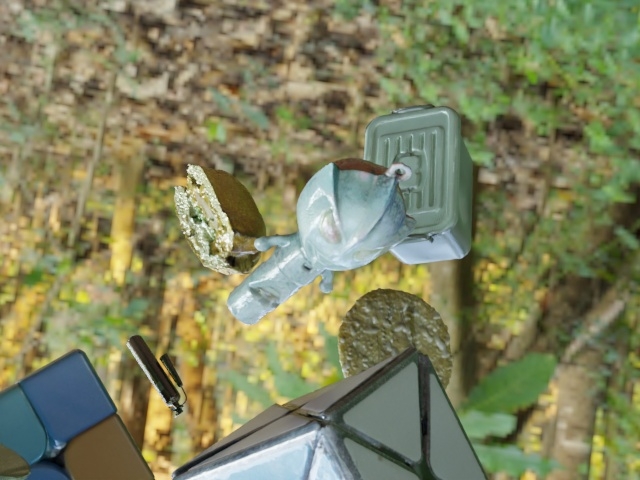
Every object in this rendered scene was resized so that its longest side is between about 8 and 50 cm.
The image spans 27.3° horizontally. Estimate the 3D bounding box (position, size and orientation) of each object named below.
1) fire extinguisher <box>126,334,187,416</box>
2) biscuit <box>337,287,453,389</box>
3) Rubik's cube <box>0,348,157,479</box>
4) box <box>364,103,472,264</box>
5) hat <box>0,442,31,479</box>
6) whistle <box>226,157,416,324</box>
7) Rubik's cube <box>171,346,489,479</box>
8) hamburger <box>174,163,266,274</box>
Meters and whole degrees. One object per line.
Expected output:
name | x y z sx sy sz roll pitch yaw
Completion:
fire extinguisher | -0.259 0.219 2.162 0.049 0.173 0.035 -29 149 -16
biscuit | 0.122 0.179 2.102 0.220 0.220 0.033 10 163 -28
Rubik's cube | -0.456 0.414 1.967 0.344 0.346 0.347 -29 177 -32
box | 0.163 -0.081 2.106 0.163 0.243 0.135 -9 151 23
hat | -0.496 0.300 1.624 0.257 0.130 0.257 21 179 0
whistle | 0.001 0.000 1.759 0.142 0.134 0.346 15 137 -40
Rubik's cube | 0.022 0.305 1.521 0.259 0.260 0.255 -29 177 32
hamburger | -0.194 -0.027 2.715 0.156 0.144 0.283 18 -150 -43
